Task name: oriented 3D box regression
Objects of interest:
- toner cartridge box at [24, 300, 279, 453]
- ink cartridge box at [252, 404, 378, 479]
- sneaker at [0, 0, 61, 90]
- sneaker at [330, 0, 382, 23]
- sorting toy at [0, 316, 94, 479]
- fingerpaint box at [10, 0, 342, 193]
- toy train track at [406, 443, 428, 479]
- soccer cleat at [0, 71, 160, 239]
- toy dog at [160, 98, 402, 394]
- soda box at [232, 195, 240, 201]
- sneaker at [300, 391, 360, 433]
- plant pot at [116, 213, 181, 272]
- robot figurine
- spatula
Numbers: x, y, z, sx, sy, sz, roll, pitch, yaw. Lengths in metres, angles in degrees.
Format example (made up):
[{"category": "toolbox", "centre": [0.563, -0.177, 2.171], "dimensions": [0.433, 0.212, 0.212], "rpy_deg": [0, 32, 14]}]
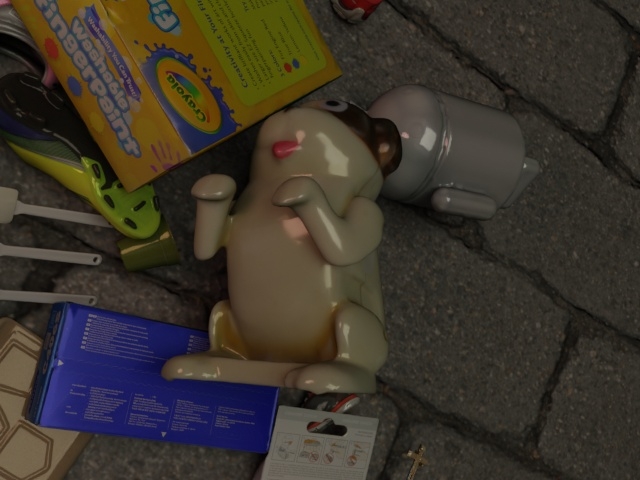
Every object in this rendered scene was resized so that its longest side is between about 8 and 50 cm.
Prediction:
[{"category": "toner cartridge box", "centre": [-0.225, 0.204, 1.020], "dimensions": [0.347, 0.075, 0.165], "rpy_deg": [18, 74, -31]}, {"category": "ink cartridge box", "centre": [-0.018, 0.386, 1.129], "dimensions": [0.188, 0.066, 0.233], "rpy_deg": [14, 82, -25]}, {"category": "sneaker", "centre": [-0.469, -0.325, 0.946], "dimensions": [0.318, 0.112, 0.131], "rpy_deg": [32, 69, -20]}, {"category": "sneaker", "centre": [0.119, -0.516, 1.261], "dimensions": [0.107, 0.118, 0.279], "rpy_deg": [26, 74, -23]}, {"category": "sorting toy", "centre": [-0.413, 0.238, 0.968], "dimensions": [0.208, 0.038, 0.193], "rpy_deg": [42, 69, -23]}, {"category": "fingerpaint box", "centre": [-0.220, -0.348, 0.989], "dimensions": [0.371, 0.163, 0.445], "rpy_deg": [-41, 105, -46]}, {"category": "toy train track", "centre": [0.171, 0.408, 1.260], "dimensions": [0.048, 0.014, 0.083], "rpy_deg": [32, 72, -21]}, {"category": "soccer cleat", "centre": [-0.343, -0.110, 0.989], "dimensions": [0.289, 0.121, 0.093], "rpy_deg": [46, 52, -17]}, {"category": "toy dog", "centre": [0.000, 0.000, 0.988], "dimensions": [0.395, 0.284, 0.409], "rpy_deg": [14, 77, -50]}, {"category": "soda box", "centre": [-0.046, -0.078, 1.164], "dimensions": [0.210, 0.067, 0.071], "rpy_deg": [-31, 100, -26]}, {"category": "sneaker", "centre": [-0.014, 0.285, 1.164], "dimensions": [0.157, 0.061, 0.065], "rpy_deg": [-27, 66, -20]}, {"category": "plant pot", "centre": [-0.259, 0.011, 1.047], "dimensions": [0.079, 0.083, 0.083], "rpy_deg": [-20, 94, -15]}, {"category": "robot figurine", "centre": [0.210, -0.153, 1.227], "dimensions": [0.353, 0.200, 0.300], "rpy_deg": [11, 40, -26]}, {"category": "spatula", "centre": [-0.394, 0.020, 0.947], "dimensions": [0.242, 0.019, 0.168], "rpy_deg": [12, 92, -51]}]
